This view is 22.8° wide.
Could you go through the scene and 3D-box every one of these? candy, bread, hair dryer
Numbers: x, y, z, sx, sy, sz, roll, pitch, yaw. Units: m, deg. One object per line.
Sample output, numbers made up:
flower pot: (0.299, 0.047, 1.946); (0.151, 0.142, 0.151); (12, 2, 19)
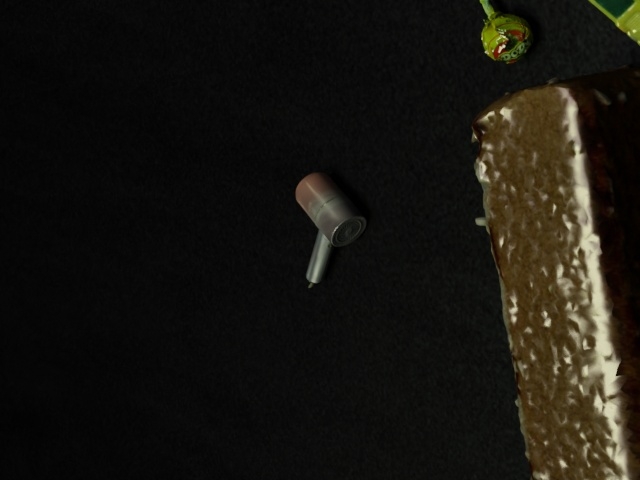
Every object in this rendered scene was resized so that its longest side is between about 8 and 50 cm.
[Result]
candy: (0.124, -0.186, 1.199); (0.035, 0.035, 0.123); (114, 139, -53)
bread: (0.211, 0.092, 1.059); (0.113, 0.165, 0.417); (-5, 96, 50)
hair dryer: (0.000, 0.000, 1.402); (0.063, 0.037, 0.114); (50, 142, 32)

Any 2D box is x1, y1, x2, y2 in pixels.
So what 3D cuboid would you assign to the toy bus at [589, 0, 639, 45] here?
toy bus: (0.243, -0.199, 0.968); (0.101, 0.088, 0.175); (39, 137, -5)
